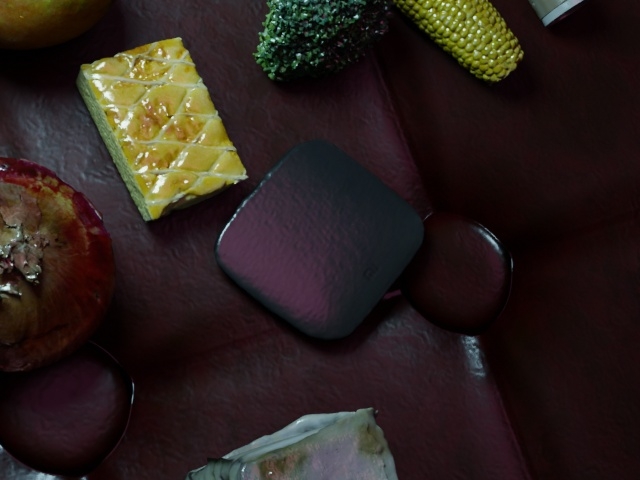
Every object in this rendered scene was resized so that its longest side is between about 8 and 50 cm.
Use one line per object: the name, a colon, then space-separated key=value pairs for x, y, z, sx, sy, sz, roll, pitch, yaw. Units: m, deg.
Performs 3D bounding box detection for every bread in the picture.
bread: x=-0.176 y=-0.125 z=1.398 sx=0.125 sy=0.068 sz=0.188 roll=-24 pitch=86 yaw=-24

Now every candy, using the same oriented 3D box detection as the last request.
candy: x=-0.026 y=0.264 z=1.300 sx=0.195 sy=0.185 sz=0.137 roll=-20 pitch=89 yaw=-28

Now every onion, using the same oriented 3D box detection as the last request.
onion: x=-0.316 y=0.014 z=1.261 sx=0.230 sy=0.163 sz=0.230 roll=4 pitch=70 yaw=-12

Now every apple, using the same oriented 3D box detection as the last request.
apple: x=-0.311 y=-0.296 z=1.328 sx=0.196 sy=0.196 sz=0.196 roll=5 pitch=75 yaw=-19

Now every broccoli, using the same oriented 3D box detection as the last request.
broccoli: x=-0.028 y=-0.296 z=1.460 sx=0.194 sy=0.220 sz=0.194 roll=-9 pitch=62 yaw=18

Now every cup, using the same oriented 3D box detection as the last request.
cup: x=0.309 y=-0.345 z=1.629 sx=0.102 sy=0.074 sz=0.099 roll=-31 pitch=88 yaw=-24

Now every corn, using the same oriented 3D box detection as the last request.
corn: x=0.145 y=-0.302 z=1.550 sx=0.260 sy=0.091 sz=0.091 roll=46 pitch=64 yaw=-7

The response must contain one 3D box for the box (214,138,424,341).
box: x=0.000 y=0.000 z=1.445 sx=0.201 sy=0.042 sz=0.212 roll=39 pitch=68 yaw=-7
